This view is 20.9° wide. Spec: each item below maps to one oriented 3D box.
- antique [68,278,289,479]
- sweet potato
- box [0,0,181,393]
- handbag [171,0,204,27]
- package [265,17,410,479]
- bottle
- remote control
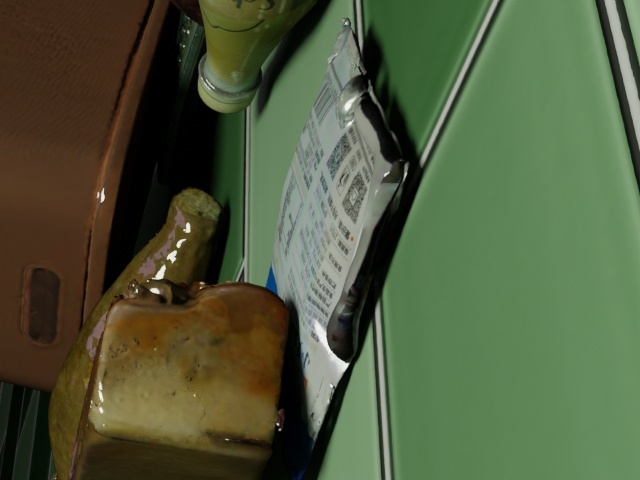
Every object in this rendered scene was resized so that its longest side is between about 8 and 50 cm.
[{"bbox_3d":[-0.084,0.107,0.900,0.310,0.087,0.093,115,163,-64],"label":"antique"},{"bbox_3d":[-0.136,0.094,1.192,0.112,0.085,0.286,-75,2,-66],"label":"sweet potato"},{"bbox_3d":[-0.245,-0.077,1.321,0.339,0.229,0.239,-81,2,-47],"label":"box"},{"bbox_3d":[-0.067,-0.246,1.045,0.235,0.127,0.213,21,-94,-72],"label":"handbag"},{"bbox_3d":[0.000,0.000,0.819,0.171,0.027,0.173,-107,28,-59],"label":"package"},{"bbox_3d":[-0.036,-0.152,0.991,0.269,0.083,0.083,111,166,-61],"label":"bottle"},{"bbox_3d":[-0.090,-0.129,1.291,0.222,0.042,0.072,113,165,-45],"label":"remote control"}]
